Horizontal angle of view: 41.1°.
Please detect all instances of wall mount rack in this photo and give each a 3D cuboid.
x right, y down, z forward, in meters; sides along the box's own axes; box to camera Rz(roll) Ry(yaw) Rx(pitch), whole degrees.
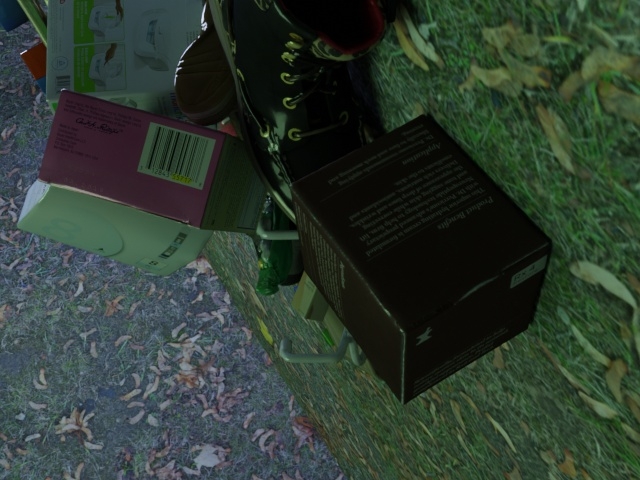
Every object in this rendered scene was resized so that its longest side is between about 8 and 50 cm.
[{"bbox_3d":[0.000,0.000,1.228,0.304,0.131,0.349,-71,-23,-57],"label":"wall mount rack"}]

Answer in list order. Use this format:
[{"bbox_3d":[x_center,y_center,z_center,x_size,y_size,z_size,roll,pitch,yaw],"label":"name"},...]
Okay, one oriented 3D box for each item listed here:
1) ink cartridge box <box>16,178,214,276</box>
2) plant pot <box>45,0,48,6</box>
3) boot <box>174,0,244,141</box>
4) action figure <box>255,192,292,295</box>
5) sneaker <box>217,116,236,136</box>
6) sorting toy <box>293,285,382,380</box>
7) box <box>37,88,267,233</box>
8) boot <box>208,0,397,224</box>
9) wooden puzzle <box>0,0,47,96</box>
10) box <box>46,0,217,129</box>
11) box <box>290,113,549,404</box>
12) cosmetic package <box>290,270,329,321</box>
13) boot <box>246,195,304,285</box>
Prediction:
[{"bbox_3d":[-0.328,-0.059,1.511,0.308,0.091,0.385,22,154,-27],"label":"ink cartridge box"},{"bbox_3d":[-0.373,-0.431,1.569,0.227,0.207,0.228,62,167,-3],"label":"plant pot"},{"bbox_3d":[-0.111,-0.195,1.159,0.203,0.095,0.261,73,-164,-45],"label":"boot"},{"bbox_3d":[-0.073,-0.010,1.308,0.137,0.064,0.232,78,-169,-47],"label":"action figure"},{"bbox_3d":[-0.170,-0.239,1.420,0.314,0.116,0.136,50,161,38],"label":"sneaker"},{"bbox_3d":[0.048,0.157,1.583,0.196,0.047,0.348,60,167,-14],"label":"sorting toy"},{"bbox_3d":[-0.196,-0.094,1.097,0.214,0.117,0.243,16,-178,11],"label":"box"},{"bbox_3d":[-0.006,-0.178,0.903,0.284,0.138,0.377,170,82,-75],"label":"boot"},{"bbox_3d":[-0.488,-0.351,1.466,0.347,0.081,0.322,65,173,-15],"label":"wooden puzzle"},{"bbox_3d":[-0.279,-0.296,1.275,0.126,0.231,0.261,94,169,-66],"label":"box"},{"bbox_3d":[0.094,0.018,0.871,0.203,0.169,0.167,53,164,30],"label":"box"},{"bbox_3d":[-0.004,0.075,1.469,0.060,0.041,0.115,37,109,56],"label":"cosmetic package"},{"bbox_3d":[-0.114,-0.095,1.574,0.338,0.118,0.222,48,156,21],"label":"boot"}]
